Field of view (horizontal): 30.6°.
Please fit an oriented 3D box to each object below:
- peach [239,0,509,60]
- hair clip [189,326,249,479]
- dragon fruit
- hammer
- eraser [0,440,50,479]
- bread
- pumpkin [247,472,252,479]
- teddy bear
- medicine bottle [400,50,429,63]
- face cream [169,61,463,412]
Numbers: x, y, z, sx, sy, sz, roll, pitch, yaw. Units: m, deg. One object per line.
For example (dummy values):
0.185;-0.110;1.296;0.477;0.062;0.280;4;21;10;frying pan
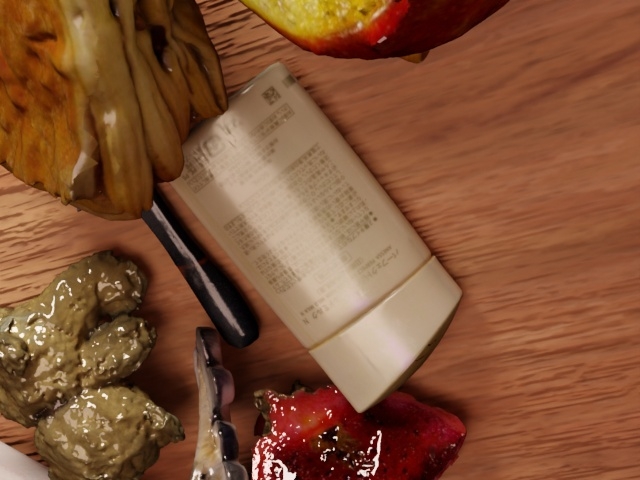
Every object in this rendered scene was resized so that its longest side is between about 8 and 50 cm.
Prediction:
0.032;-0.353;0.923;0.406;0.310;0.335;48;157;22;peach
-0.117;0.217;1.275;0.075;0.257;0.146;-1;145;-5;hair clip
0.009;0.245;1.299;0.211;0.262;0.134;51;163;17;dragon fruit
-0.166;0.004;1.311;0.137;0.037;0.290;-30;99;26;hammer
-0.343;0.374;1.448;0.270;0.095;0.174;19;105;29;eraser
-0.230;-0.224;1.102;0.314;0.191;0.370;27;132;47;bread
-0.086;0.363;1.367;0.190;0.146;0.190;2;100;14;pumpkin
-0.278;0.173;1.355;0.267;0.156;0.256;-30;101;25;teddy bear
0.026;-0.245;1.109;0.192;0.096;0.096;24;117;8;medicine bottle
0.000;0.000;1.220;0.173;0.081;0.348;-38;96;10;face cream
